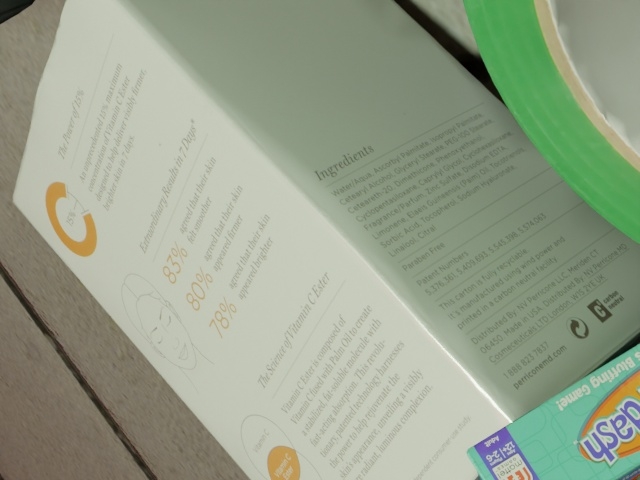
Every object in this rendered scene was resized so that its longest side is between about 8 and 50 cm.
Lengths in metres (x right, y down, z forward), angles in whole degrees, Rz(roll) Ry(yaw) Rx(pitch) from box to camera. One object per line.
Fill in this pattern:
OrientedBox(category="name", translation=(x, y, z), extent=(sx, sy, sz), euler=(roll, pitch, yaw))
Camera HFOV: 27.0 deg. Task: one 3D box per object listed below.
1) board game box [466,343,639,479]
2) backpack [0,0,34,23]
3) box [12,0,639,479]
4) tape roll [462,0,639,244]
OrientedBox(category="board game box", translation=(0.157, 0.099, 0.657), extent=(0.047, 0.160, 0.210), euler=(58, 179, 22))
OrientedBox(category="backpack", translation=(-0.373, -0.285, 0.841), extent=(0.290, 0.273, 0.355), euler=(16, 125, 50))
OrientedBox(category="box", translation=(0.000, 0.000, 0.790), extent=(0.345, 0.168, 0.215), euler=(47, 139, 16))
OrientedBox(category="tape roll", translation=(0.210, -0.111, 0.558), extent=(0.321, 0.077, 0.321), euler=(28, 142, 25))
